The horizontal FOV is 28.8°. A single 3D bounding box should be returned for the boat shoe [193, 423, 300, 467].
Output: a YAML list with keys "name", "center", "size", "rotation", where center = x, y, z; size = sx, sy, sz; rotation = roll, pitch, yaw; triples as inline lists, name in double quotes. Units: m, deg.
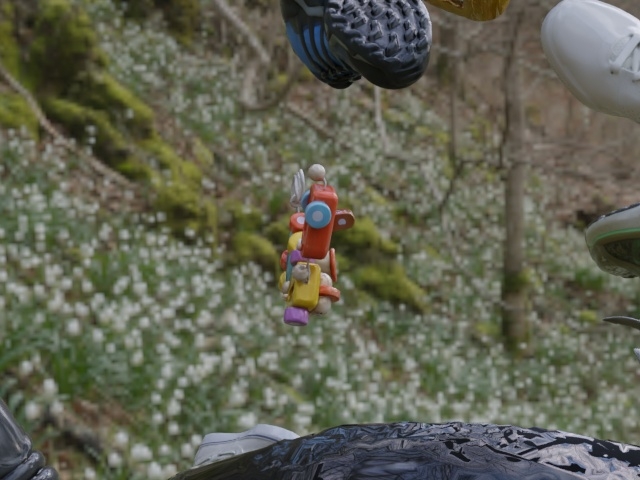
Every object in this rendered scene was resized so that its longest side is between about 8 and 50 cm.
- name: "boat shoe"
  center: [-0.049, 0.143, 0.807]
  size: [0.100, 0.035, 0.035]
  rotation: [-13, -48, 44]

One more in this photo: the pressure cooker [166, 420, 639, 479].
- name: "pressure cooker"
  center: [0.046, 0.319, 0.392]
  size: [0.370, 0.420, 0.375]
  rotation: [18, -39, -4]

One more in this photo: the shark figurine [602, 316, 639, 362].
- name: "shark figurine"
  center: [0.450, 0.160, 1.643]
  size: [0.116, 0.166, 0.278]
  rotation: [24, 35, -12]

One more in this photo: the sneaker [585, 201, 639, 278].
- name: "sneaker"
  center: [0.407, 0.037, 1.338]
  size: [0.158, 0.182, 0.410]
  rotation: [-11, -5, -9]

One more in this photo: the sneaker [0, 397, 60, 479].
- name: "sneaker"
  center: [-0.301, 0.203, 0.906]
  size: [0.296, 0.147, 0.104]
  rotation: [-40, -1, 35]

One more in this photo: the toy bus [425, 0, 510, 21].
- name: "toy bus"
  center: [0.116, -0.262, 1.014]
  size: [0.202, 0.104, 0.191]
  rotation: [35, -12, -24]

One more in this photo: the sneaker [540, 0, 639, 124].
- name: "sneaker"
  center: [0.258, -0.111, 0.916]
  size: [0.212, 0.080, 0.094]
  rotation: [40, -6, 3]

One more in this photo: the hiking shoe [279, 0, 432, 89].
- name: "hiking shoe"
  center: [0.043, -0.225, 1.398]
  size: [0.113, 0.132, 0.304]
  rotation: [-17, 35, -14]

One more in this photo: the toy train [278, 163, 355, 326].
- name: "toy train"
  center: [0.000, 0.000, 0.962]
  size: [0.046, 0.125, 0.166]
  rotation: [8, 8, -6]
